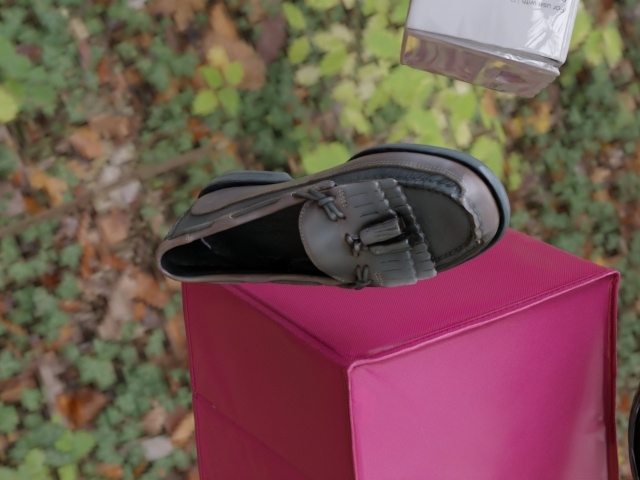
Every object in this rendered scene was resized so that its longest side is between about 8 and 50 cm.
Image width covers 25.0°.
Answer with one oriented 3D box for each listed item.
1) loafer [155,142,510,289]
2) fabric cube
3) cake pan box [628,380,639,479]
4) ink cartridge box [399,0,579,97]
[{"bbox_3d":[0.000,0.000,0.949,0.084,0.267,0.096,-40,115,-39],"label":"loafer"},{"bbox_3d":[0.062,0.130,1.168,0.254,0.258,0.259,-16,114,-28],"label":"fabric cube"},{"bbox_3d":[0.357,0.156,1.044,0.070,0.267,0.245,-29,118,-74],"label":"cake pan box"},{"bbox_3d":[0.144,-0.260,1.071,0.201,0.117,0.278,9,94,-88],"label":"ink cartridge box"}]
